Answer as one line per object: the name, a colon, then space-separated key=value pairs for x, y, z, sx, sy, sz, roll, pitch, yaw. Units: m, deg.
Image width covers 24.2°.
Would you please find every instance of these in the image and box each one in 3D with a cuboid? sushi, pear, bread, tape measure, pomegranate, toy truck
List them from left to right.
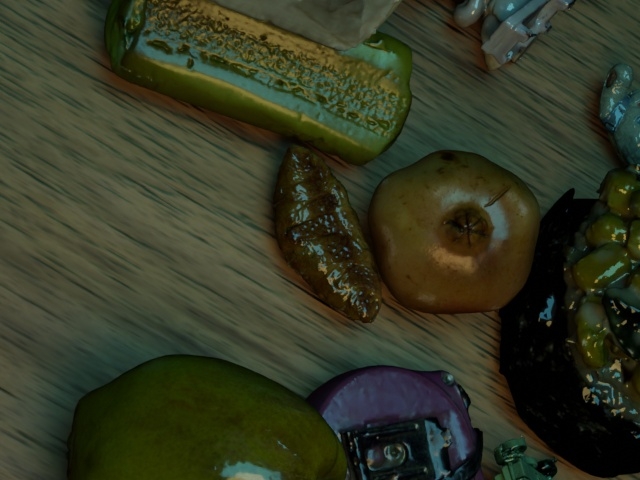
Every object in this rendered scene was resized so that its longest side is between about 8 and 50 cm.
pear: x=-0.123 y=0.251 z=1.574 sx=0.321 sy=0.269 sz=0.269 roll=5 pitch=69 yaw=24
bread: x=-0.071 y=-0.219 z=1.800 sx=0.383 sy=0.112 sz=0.166 roll=19 pitch=92 yaw=-14
bread: x=0.000 y=0.000 z=1.793 sx=0.105 sy=0.076 sz=0.233 roll=-21 pitch=82 yaw=-29
tape measure: x=0.083 y=0.257 z=1.715 sx=0.245 sy=0.149 sz=0.231 roll=-11 pitch=81 yaw=-23
pomegranate: x=0.157 y=-0.005 z=1.791 sx=0.209 sy=0.209 sz=0.209 roll=5 pitch=74 yaw=-19
toy truck: x=0.239 y=0.295 z=1.780 sx=0.078 sy=0.154 sz=0.080 roll=-25 pitch=59 yaw=18
sushi: x=0.401 y=0.102 z=1.799 sx=0.328 sy=0.285 sz=0.329 roll=41 pitch=68 yaw=-6

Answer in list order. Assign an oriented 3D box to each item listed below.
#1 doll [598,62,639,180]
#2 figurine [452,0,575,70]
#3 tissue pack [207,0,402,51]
doll: x=0.438 y=-0.136 z=1.992 sx=0.103 sy=0.071 sz=0.214 roll=-35 pitch=97 yaw=-16
figurine: x=0.196 y=-0.352 z=1.923 sx=0.182 sy=0.144 sz=0.257 roll=-38 pitch=88 yaw=-21
tissue pack: x=-0.062 y=-0.430 z=1.709 sx=0.297 sy=0.207 sz=0.380 roll=16 pitch=39 yaw=-38
